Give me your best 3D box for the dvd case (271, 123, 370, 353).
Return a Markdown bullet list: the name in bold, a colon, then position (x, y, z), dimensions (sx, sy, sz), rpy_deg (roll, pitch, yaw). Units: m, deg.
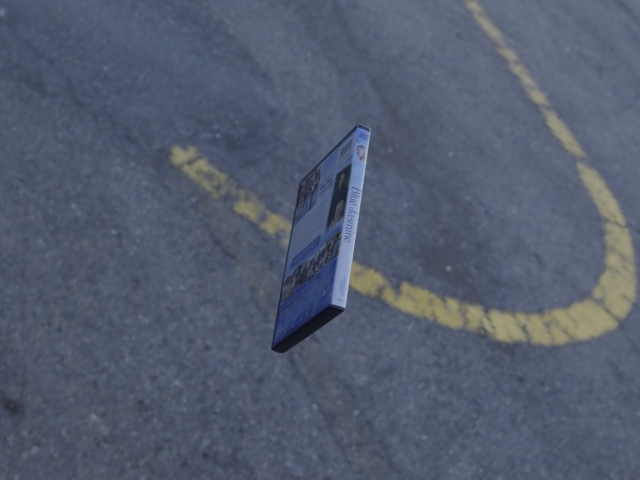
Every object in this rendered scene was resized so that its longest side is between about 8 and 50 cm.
- **dvd case**: position (0.000, 0.000, 1.430), dimensions (0.022, 0.180, 0.253), rpy_deg (19, 61, -19)
